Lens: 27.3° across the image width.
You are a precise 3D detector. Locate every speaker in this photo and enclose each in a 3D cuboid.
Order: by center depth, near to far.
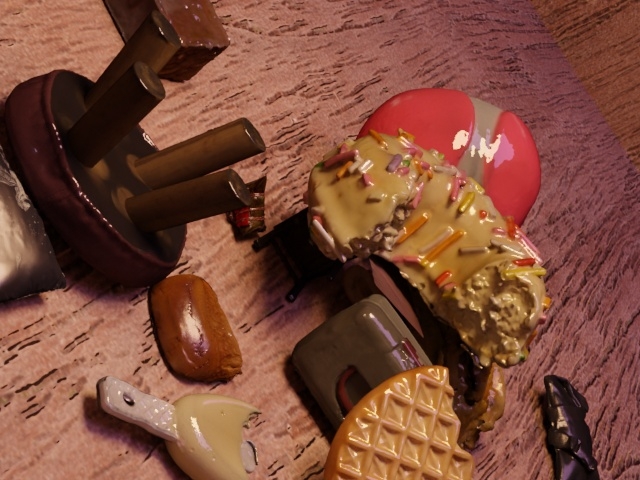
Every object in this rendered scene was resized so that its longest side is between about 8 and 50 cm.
[{"bbox_3d":[0.196,-0.097,2.022,0.294,0.294,0.294,41,30,-30],"label":"speaker"}]

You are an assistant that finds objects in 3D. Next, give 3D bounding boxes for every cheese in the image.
[{"bbox_3d":[-0.144,0.194,1.383,0.235,0.050,0.127,35,35,-40],"label":"cheese"}]

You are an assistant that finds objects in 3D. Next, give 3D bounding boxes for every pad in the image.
[{"bbox_3d":[0.094,0.049,1.803,0.113,0.006,0.188,49,14,-26],"label":"pad"}]

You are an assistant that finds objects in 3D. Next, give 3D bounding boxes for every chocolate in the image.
[{"bbox_3d":[-0.251,-0.373,1.787,0.112,0.112,0.321,-13,74,-53],"label":"chocolate"}]

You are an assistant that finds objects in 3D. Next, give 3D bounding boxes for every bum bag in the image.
[{"bbox_3d":[0.422,0.340,2.198,0.123,0.060,0.248,34,35,-40],"label":"bum bag"}]

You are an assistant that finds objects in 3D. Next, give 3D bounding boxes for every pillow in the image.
[{"bbox_3d":[-0.336,-0.032,1.304,0.141,0.055,0.208,-19,76,-57],"label":"pillow"}]

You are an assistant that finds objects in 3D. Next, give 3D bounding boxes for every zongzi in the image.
[{"bbox_3d":[-0.106,-0.052,1.740,0.067,0.073,0.083,-15,113,-63],"label":"zongzi"}]

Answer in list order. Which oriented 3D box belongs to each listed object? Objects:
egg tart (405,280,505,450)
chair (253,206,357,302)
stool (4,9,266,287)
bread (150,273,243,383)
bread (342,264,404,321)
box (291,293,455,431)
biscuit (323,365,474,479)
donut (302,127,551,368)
[{"bbox_3d":[0.210,0.164,1.917,0.297,0.132,0.297,-15,90,-72],"label":"egg tart"},{"bbox_3d":[0.000,0.000,1.821,0.101,0.084,0.212,60,26,-3],"label":"chair"},{"bbox_3d":[-0.197,-0.101,1.453,0.272,0.178,0.272,49,20,-25],"label":"stool"},{"bbox_3d":[-0.137,0.099,1.515,0.126,0.044,0.129,18,42,-54],"label":"bread"},{"bbox_3d":[0.074,0.088,1.884,0.103,0.049,0.062,45,19,-28],"label":"bread"},{"bbox_3d":[0.071,0.181,1.675,0.210,0.148,0.129,56,14,-3],"label":"box"},{"bbox_3d":[0.099,0.311,1.547,0.205,0.040,0.309,-9,89,-28],"label":"biscuit"},{"bbox_3d":[0.145,-0.007,1.743,0.371,0.150,0.307,35,20,-20],"label":"donut"}]
